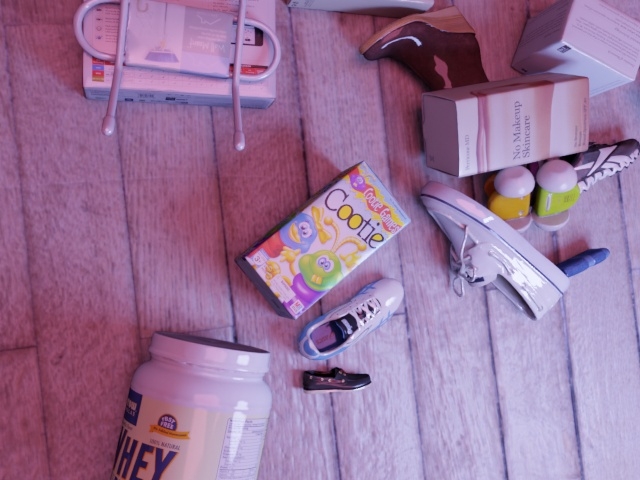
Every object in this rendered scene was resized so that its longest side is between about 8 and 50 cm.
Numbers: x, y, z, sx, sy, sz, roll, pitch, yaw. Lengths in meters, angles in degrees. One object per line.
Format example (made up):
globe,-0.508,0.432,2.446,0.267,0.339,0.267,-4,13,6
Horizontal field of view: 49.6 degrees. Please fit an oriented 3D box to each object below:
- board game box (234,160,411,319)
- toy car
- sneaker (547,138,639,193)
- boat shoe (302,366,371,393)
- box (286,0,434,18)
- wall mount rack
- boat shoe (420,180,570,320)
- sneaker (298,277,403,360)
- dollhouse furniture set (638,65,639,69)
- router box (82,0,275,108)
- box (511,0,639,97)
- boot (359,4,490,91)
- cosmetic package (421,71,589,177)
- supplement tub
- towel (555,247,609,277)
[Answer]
board game box,0.000,0.000,1.260,0.275,0.144,0.142,-40,97,-14
toy car,0.418,-0.104,1.385,0.182,0.159,0.136,-7,47,5
sneaker,0.569,-0.174,1.454,0.234,0.078,0.106,-30,97,-12
boat shoe,0.032,0.261,1.303,0.133,0.049,0.042,-1,95,-11
box,0.076,-0.502,1.332,0.275,0.094,0.113,2,86,-15
wall mount rack,-0.230,-0.298,1.135,0.350,0.130,0.304,5,86,-14
boat shoe,0.314,0.042,1.360,0.367,0.136,0.156,37,86,-18
sneaker,0.065,0.150,1.300,0.237,0.086,0.085,-33,94,-15
dollhouse furniture set,0.730,-0.351,1.533,0.144,0.123,0.151,-40,63,-13
router box,-0.249,-0.400,1.245,0.336,0.082,0.301,1,87,-15
box,0.520,-0.387,1.399,0.182,0.181,0.119,23,82,-13
boot,0.217,-0.338,1.362,0.249,0.090,0.206,-23,91,-18
cosmetic package,0.357,-0.227,1.336,0.296,0.129,0.153,-14,111,-17
supplement tub,-0.210,0.327,1.140,0.236,0.235,0.324,12,84,-14
towel,0.538,0.049,1.440,0.120,0.067,0.029,-22,91,-15
